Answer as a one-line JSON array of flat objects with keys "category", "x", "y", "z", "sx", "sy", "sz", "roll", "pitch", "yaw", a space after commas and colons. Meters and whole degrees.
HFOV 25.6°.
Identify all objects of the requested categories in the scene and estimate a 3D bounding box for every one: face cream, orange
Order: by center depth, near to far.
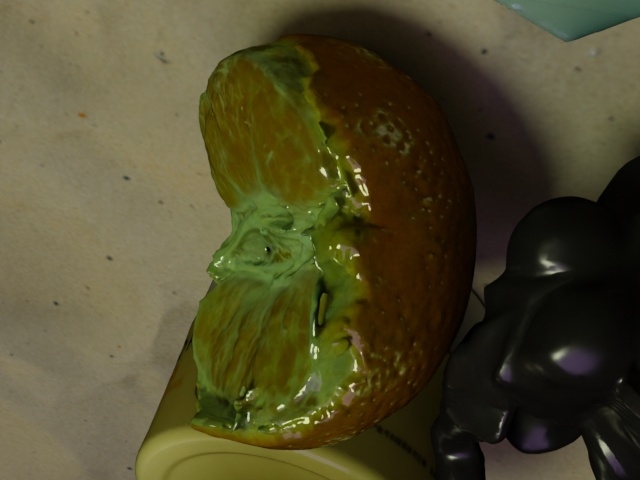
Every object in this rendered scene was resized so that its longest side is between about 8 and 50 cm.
[{"category": "orange", "x": 0.005, "y": 0.003, "z": 0.829, "sx": 0.158, "sy": 0.237, "sz": 0.179, "roll": 5, "pitch": 174, "yaw": -34}, {"category": "face cream", "x": 0.000, "y": 0.123, "z": 0.996, "sx": 0.218, "sy": 0.179, "sz": 0.218, "roll": 13, "pitch": 143, "yaw": 10}]

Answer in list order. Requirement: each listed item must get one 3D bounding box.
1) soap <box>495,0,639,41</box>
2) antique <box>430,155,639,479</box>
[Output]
[{"category": "soap", "x": 0.148, "y": -0.193, "z": 0.604, "sx": 0.145, "sy": 0.091, "sz": 0.230, "roll": 28, "pitch": 144, "yaw": -9}, {"category": "antique", "x": 0.227, "y": 0.080, "z": 0.820, "sx": 0.322, "sy": 0.185, "sz": 0.255, "roll": -2, "pitch": 149, "yaw": 1}]
